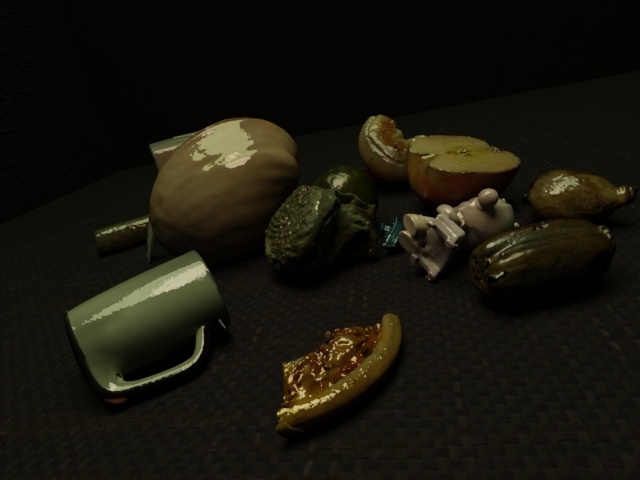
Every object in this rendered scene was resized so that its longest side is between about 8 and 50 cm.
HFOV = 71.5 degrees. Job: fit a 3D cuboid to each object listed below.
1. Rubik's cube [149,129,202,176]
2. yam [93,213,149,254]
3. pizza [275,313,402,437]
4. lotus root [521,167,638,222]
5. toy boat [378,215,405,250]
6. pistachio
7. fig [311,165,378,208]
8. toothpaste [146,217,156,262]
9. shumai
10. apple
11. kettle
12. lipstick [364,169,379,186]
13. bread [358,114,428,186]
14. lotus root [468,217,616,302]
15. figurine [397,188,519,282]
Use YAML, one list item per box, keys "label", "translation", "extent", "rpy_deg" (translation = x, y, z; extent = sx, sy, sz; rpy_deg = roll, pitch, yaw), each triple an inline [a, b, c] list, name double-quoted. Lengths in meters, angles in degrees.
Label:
- label: "Rubik's cube"
  translation: [-0.374, -0.207, 1.517]
  extent: [0.319, 0.315, 0.322]
  rpy_deg: [-20, 21, -17]
- label: "yam"
  translation: [-0.641, -0.029, 1.525]
  extent: [0.260, 0.093, 0.093]
  rpy_deg: [-19, 22, -17]
- label: "pizza"
  translation: [0.030, 0.185, 0.654]
  extent: [0.271, 0.056, 0.134]
  rpy_deg: [-24, 32, -30]
- label: "lotus root"
  translation: [0.552, -0.092, 0.960]
  extent: [0.214, 0.138, 0.139]
  rpy_deg: [10, 30, 43]
- label: "toy boat"
  translation: [0.172, -0.016, 1.072]
  extent: [0.061, 0.060, 0.137]
  rpy_deg: [11, 32, 8]
- label: "pistachio"
  translation: [-0.239, -0.124, 1.196]
  extent: [0.446, 0.365, 0.281]
  rpy_deg: [-41, 31, 1]
- label: "fig"
  translation: [0.053, -0.108, 1.212]
  extent: [0.196, 0.195, 0.245]
  rpy_deg: [-15, 12, -4]
- label: "toothpaste"
  translation: [-0.494, -0.060, 1.326]
  extent: [0.037, 0.255, 0.067]
  rpy_deg: [7, 14, -30]
- label: "shumai"
  translation: [0.000, 0.000, 1.043]
  extent: [0.261, 0.222, 0.224]
  rpy_deg: [-22, 48, 46]
- label: "apple"
  translation: [0.368, -0.167, 1.200]
  extent: [0.252, 0.163, 0.292]
  rpy_deg: [-6, 33, -11]
- label: "kettle"
  translation: [-0.299, 0.157, 0.796]
  extent: [0.256, 0.165, 0.240]
  rpy_deg: [-25, 52, -26]
- label: "lipstick"
  translation: [0.152, -0.192, 1.515]
  extent: [0.073, 0.073, 0.279]
  rpy_deg: [-2, 23, 25]
- label: "bread"
  translation: [0.260, -0.268, 1.477]
  extent: [0.315, 0.171, 0.191]
  rpy_deg: [24, 57, 8]
- label: "lotus root"
  translation: [0.370, 0.034, 0.751]
  extent: [0.242, 0.122, 0.123]
  rpy_deg: [-11, 50, -3]
- label: "figurine"
  translation: [0.302, -0.026, 0.901]
  extent: [0.257, 0.181, 0.144]
  rpy_deg: [-21, 38, -25]
